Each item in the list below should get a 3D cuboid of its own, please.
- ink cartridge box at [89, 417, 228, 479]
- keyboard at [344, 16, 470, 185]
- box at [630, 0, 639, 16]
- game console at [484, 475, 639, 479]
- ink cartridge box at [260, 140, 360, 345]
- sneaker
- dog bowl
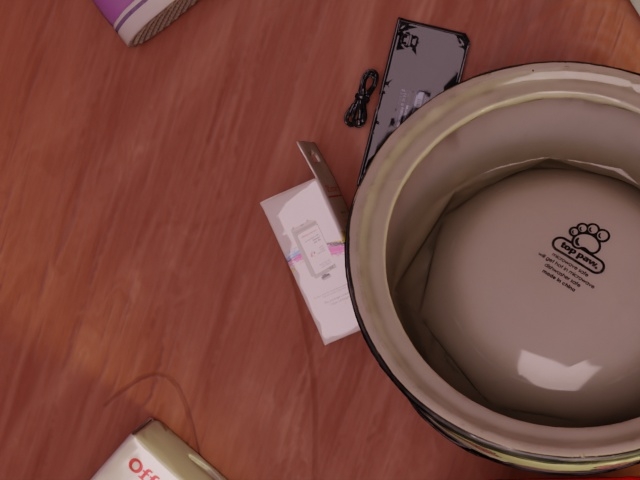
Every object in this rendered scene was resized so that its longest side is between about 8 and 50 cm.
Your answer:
[{"bbox_3d":[-0.198,0.333,1.716,0.172,0.100,0.237,41,97,4],"label":"ink cartridge box"},{"bbox_3d":[0.083,-0.138,1.695,0.108,0.023,0.180,14,94,1],"label":"keyboard"},{"bbox_3d":[0.379,-0.257,1.610,0.145,0.038,0.186,-32,89,35],"label":"box"},{"bbox_3d":[0.288,0.375,1.574,0.342,0.060,0.387,-1,128,9],"label":"game console"},{"bbox_3d":[0.000,0.000,1.665,0.067,0.115,0.198,-24,88,9],"label":"ink cartridge box"},{"bbox_3d":[-0.136,-0.345,1.678,0.282,0.102,0.161,-35,85,8],"label":"sneaker"},{"bbox_3d":[0.229,0.040,1.549,0.408,0.150,0.408,-2,63,4],"label":"dog bowl"}]
